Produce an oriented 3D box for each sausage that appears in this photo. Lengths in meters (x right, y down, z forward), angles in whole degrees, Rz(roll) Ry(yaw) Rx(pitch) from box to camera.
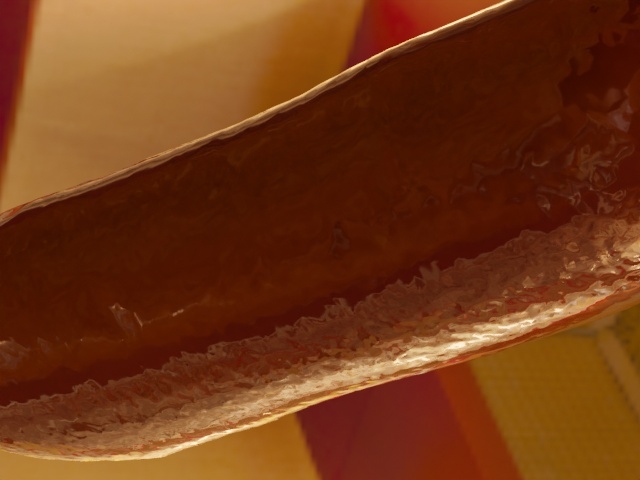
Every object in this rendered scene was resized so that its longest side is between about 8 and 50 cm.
[{"bbox_3d":[0.000,0.000,0.468,0.300,0.083,0.089,-21,-97,33],"label":"sausage"}]
